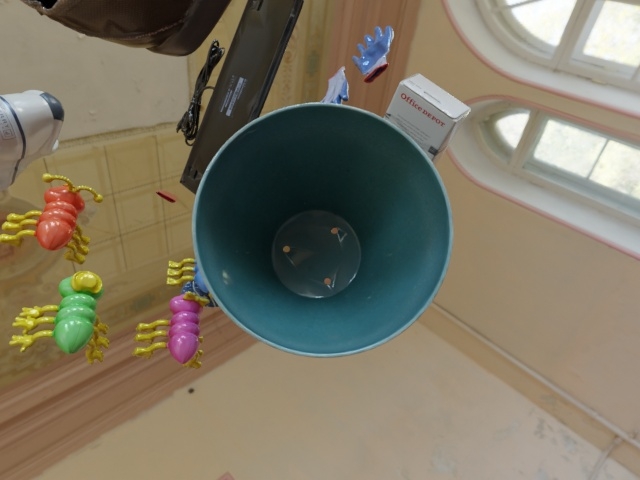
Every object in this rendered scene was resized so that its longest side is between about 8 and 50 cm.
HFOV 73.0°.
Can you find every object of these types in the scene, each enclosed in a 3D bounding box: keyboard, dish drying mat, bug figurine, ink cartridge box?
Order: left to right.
[{"bbox_3d":[-0.217,0.043,0.515,0.279,0.216,0.072,22,-48,-39],"label":"bug figurine"},{"bbox_3d":[-0.249,-0.072,0.702,0.032,0.083,0.008,30,-89,-18],"label":"dish drying mat"},{"bbox_3d":[-0.139,-0.220,0.651,0.033,0.201,0.317,13,-74,-48],"label":"keyboard"},{"bbox_3d":[0.145,-0.162,0.651,0.056,0.099,0.135,-38,-18,-37],"label":"ink cartridge box"}]

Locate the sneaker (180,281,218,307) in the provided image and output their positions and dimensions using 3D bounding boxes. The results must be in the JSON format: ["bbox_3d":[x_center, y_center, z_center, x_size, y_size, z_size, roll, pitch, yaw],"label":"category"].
[{"bbox_3d":[-0.155,0.084,0.673,0.135,0.052,0.058,2,-25,-41],"label":"sneaker"}]

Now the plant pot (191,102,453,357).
[{"bbox_3d":[0.000,0.000,0.571,0.290,0.290,0.195,-48,-6,-11],"label":"plant pot"}]

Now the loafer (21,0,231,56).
[{"bbox_3d":[-0.071,-0.204,0.189,0.130,0.134,0.366,-25,-4,-38],"label":"loafer"}]

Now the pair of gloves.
[{"bbox_3d":[0.055,-0.301,0.791,0.023,0.159,0.198,34,-51,-28],"label":"pair of gloves"}]

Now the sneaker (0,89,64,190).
[{"bbox_3d":[-0.397,-0.124,0.565,0.091,0.258,0.094,-29,-72,-40],"label":"sneaker"}]
